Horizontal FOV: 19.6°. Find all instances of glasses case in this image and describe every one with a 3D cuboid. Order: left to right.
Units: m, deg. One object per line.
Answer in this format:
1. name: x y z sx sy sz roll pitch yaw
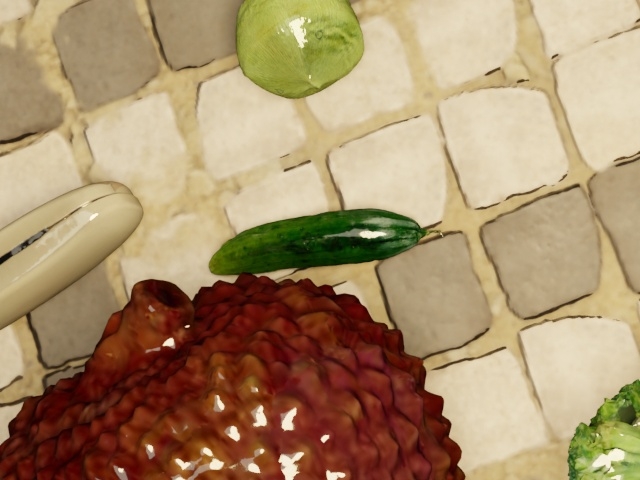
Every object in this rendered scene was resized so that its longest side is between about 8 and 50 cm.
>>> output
1. glasses case: -0.215 0.023 1.301 0.204 0.081 0.051 -32 78 7

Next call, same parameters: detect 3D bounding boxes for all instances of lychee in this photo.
1. lychee: -0.054 0.174 1.144 0.306 0.306 0.330 -23 105 11

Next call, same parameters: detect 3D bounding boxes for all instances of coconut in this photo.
1. coconut: -0.014 -0.137 1.263 0.088 0.088 0.096 -23 53 11

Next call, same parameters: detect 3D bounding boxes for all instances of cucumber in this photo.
1. cucumber: 0.000 0.000 1.274 0.168 0.039 0.039 -8 85 14

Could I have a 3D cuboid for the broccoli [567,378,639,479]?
1. broccoli: 0.294 0.141 1.101 0.294 0.245 0.265 4 67 -10
